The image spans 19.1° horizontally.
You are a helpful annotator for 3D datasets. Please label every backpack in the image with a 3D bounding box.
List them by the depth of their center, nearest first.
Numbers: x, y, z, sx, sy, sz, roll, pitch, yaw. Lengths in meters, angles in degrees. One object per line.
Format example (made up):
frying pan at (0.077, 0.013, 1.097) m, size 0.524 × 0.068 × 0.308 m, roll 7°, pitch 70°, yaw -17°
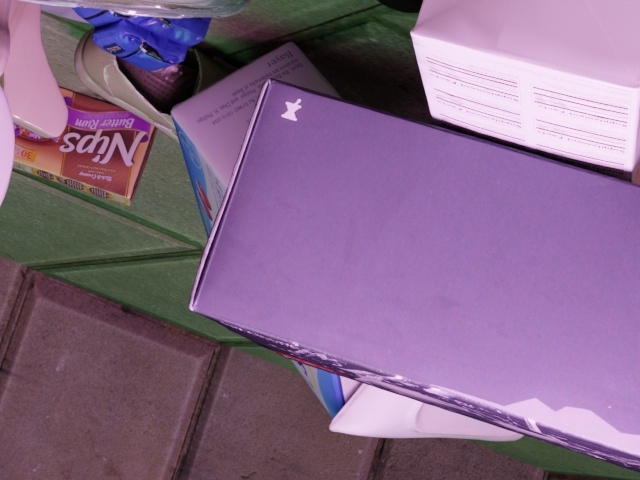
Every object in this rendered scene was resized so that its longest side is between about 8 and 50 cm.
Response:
backpack at (-0.168, -0.219, 1.747) m, size 0.120 × 0.101 × 0.098 m, roll 28°, pitch 158°, yaw -28°

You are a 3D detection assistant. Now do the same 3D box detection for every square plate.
square plate at (0.216, 0.087, 1.914) m, size 0.344 × 0.347 × 0.049 m, roll 11°, pitch -146°, yaw -53°

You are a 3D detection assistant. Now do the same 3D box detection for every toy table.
toy table at (-0.332, -0.219, 1.839) m, size 0.274 × 0.161 × 0.252 m, roll 23°, pitch 167°, yaw -17°

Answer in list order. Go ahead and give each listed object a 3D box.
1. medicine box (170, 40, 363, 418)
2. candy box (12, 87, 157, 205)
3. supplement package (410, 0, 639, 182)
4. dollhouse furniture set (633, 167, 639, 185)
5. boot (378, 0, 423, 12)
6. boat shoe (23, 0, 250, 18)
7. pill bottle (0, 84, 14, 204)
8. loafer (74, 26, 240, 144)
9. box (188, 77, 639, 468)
medicine box at (0.000, 0.000, 1.899) m, size 0.289 × 0.149 × 0.263 m, roll 53°, pitch 166°, yaw 30°
candy box at (-0.306, -0.124, 2.357) m, size 0.186 × 0.109 × 0.053 m, roll 19°, pitch 168°, yaw 0°
supplement package at (0.163, -0.169, 1.240) m, size 0.149 × 0.194 × 0.203 m, roll 16°, pitch 169°, yaw 11°
dollhouse furniture set at (0.205, -0.077, 1.654) m, size 0.303 × 0.174 × 0.355 m, roll 20°, pitch 168°, yaw -8°
boot at (0.083, -0.213, 1.494) m, size 0.137 × 0.077 × 0.198 m, roll 23°, pitch -179°, yaw -45°
boat shoe at (-0.217, -0.251, 1.637) m, size 0.320 × 0.118 × 0.103 m, roll 9°, pitch 162°, yaw 10°
pill bottle at (-0.472, -0.098, 1.730) m, size 0.361 × 0.204 × 0.204 m, roll 10°, pitch 166°, yaw 36°
loafer at (-0.131, -0.148, 2.006) m, size 0.268 × 0.102 × 0.092 m, roll 22°, pitch 174°, yaw -16°
box at (0.117, 0.039, 1.421) m, size 0.343 × 0.179 × 0.312 m, roll 17°, pitch 173°, yaw 14°
